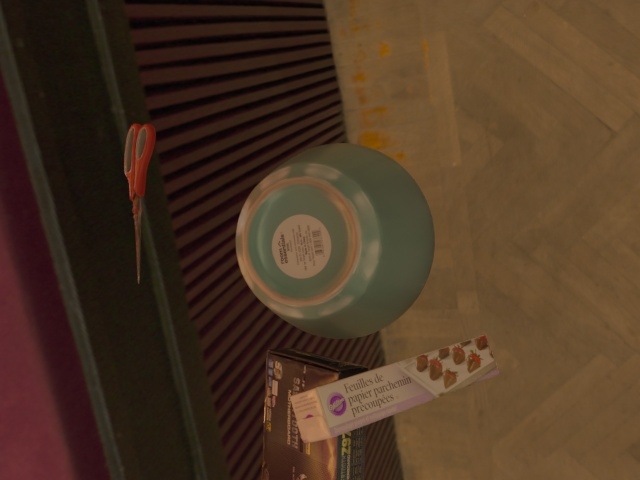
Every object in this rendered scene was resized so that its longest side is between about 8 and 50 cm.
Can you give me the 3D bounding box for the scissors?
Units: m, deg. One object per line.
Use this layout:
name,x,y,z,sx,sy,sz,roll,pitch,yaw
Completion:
scissors,-0.328,-0.069,1.271,0.109,0.021,0.297,-7,79,51

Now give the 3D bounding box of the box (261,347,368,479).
box,-0.012,0.284,1.034,0.183,0.059,0.233,4,92,52

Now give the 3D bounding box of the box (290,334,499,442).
box,0.111,0.194,0.961,0.067,0.324,0.063,-32,72,48

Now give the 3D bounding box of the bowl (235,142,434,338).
bowl,0.000,0.000,1.054,0.311,0.163,0.312,0,89,20
